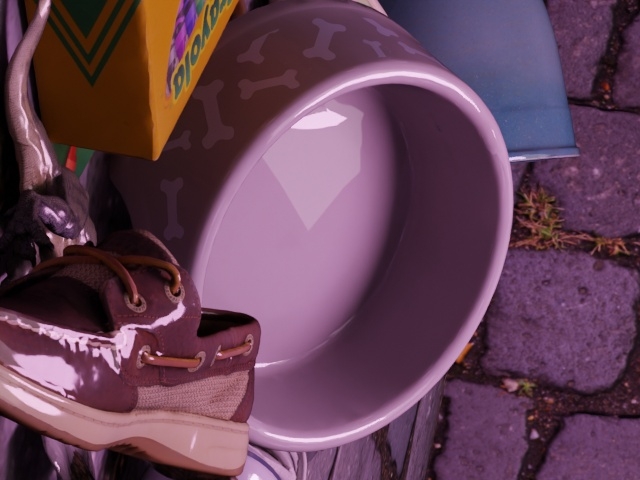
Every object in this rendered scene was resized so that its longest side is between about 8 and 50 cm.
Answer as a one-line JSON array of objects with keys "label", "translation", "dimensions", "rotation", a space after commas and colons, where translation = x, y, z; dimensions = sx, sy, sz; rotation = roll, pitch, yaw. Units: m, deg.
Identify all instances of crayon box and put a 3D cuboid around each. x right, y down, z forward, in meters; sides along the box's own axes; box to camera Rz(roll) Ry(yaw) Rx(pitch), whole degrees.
[{"label": "crayon box", "translation": [-0.113, -0.197, 1.153], "dimensions": [0.202, 0.081, 0.318], "rotation": [-69, 165, -44]}]

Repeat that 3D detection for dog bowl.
[{"label": "dog bowl", "translation": [0.000, 0.000, 1.383], "dimensions": [0.349, 0.102, 0.349], "rotation": [-19, 122, -33]}]

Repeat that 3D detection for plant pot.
[{"label": "plant pot", "translation": [0.110, -0.196, 1.847], "dimensions": [0.271, 0.272, 0.255], "rotation": [-15, 99, -77]}]

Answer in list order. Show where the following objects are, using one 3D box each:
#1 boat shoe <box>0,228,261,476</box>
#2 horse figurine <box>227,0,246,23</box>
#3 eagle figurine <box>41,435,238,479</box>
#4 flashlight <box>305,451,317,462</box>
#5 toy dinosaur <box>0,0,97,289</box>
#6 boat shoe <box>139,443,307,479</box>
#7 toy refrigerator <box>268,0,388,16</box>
[{"label": "boat shoe", "translation": [-0.127, 0.049, 1.040], "dimensions": [0.342, 0.123, 0.123], "rotation": [28, 81, -58]}, {"label": "horse figurine", "translation": [-0.083, -0.062, 1.452], "dimensions": [0.174, 0.066, 0.263], "rotation": [95, 9, -48]}, {"label": "eagle figurine", "translation": [-0.150, 0.269, 1.219], "dimensions": [0.298, 0.225, 0.226], "rotation": [-50, 119, -5]}, {"label": "flashlight", "translation": [-0.049, 0.093, 1.649], "dimensions": [0.304, 0.103, 0.103], "rotation": [87, 14, -49]}, {"label": "toy dinosaur", "translation": [-0.166, -0.009, 1.121], "dimensions": [0.118, 0.064, 0.268], "rotation": [-73, 162, -45]}, {"label": "boat shoe", "translation": [-0.066, 0.201, 1.582], "dimensions": [0.367, 0.136, 0.156], "rotation": [82, 21, -65]}, {"label": "toy refrigerator", "translation": [0.018, -0.104, 1.590], "dimensions": [0.102, 0.094, 0.269], "rotation": [52, 27, -42]}]
